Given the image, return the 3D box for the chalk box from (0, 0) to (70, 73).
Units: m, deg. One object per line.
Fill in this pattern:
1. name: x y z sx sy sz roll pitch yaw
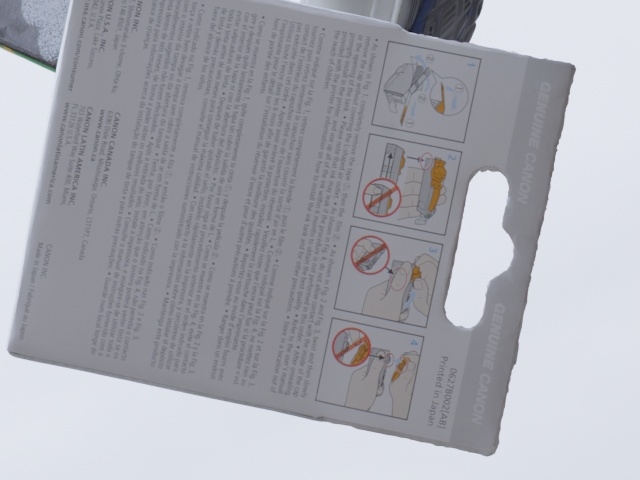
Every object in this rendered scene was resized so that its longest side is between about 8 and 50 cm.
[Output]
1. chalk box: -0.149 -0.165 1.062 0.132 0.213 0.132 -65 -25 3

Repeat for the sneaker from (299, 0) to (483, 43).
1. sneaker: 0.025 -0.192 1.169 0.111 0.129 0.297 -41 -40 -44

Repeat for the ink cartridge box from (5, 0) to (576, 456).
1. ink cartridge box: -0.015 -0.014 0.859 0.224 0.181 0.056 11 2 2
